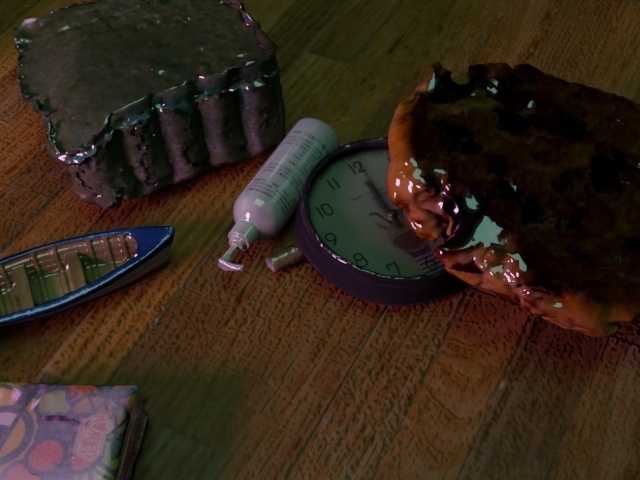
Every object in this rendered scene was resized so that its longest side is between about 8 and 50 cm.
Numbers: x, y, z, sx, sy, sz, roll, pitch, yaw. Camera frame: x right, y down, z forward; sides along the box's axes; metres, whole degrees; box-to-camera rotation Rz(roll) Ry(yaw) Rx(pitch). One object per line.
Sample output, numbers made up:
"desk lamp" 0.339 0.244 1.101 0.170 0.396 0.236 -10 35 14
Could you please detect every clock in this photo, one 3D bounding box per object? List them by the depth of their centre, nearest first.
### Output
"clock" 0.068 -0.023 0.876 0.184 0.040 0.184 4 51 -5

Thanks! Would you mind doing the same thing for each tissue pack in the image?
"tissue pack" -0.222 0.169 0.737 0.148 0.060 0.109 1 50 7

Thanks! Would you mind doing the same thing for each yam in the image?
"yam" 0.000 0.000 0.894 0.116 0.021 0.021 -26 52 -19

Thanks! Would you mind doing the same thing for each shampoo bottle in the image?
"shampoo bottle" -0.048 -0.043 0.912 0.056 0.056 0.195 21 53 21

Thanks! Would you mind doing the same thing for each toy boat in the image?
"toy boat" -0.243 0.037 0.865 0.228 0.046 0.080 -19 49 -12

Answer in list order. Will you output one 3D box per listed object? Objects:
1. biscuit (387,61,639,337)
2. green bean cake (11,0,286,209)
"biscuit" 0.215 -0.038 0.840 0.334 0.081 0.289 22 51 -1
"green bean cake" -0.183 -0.167 0.984 0.255 0.132 0.241 -25 51 -14
